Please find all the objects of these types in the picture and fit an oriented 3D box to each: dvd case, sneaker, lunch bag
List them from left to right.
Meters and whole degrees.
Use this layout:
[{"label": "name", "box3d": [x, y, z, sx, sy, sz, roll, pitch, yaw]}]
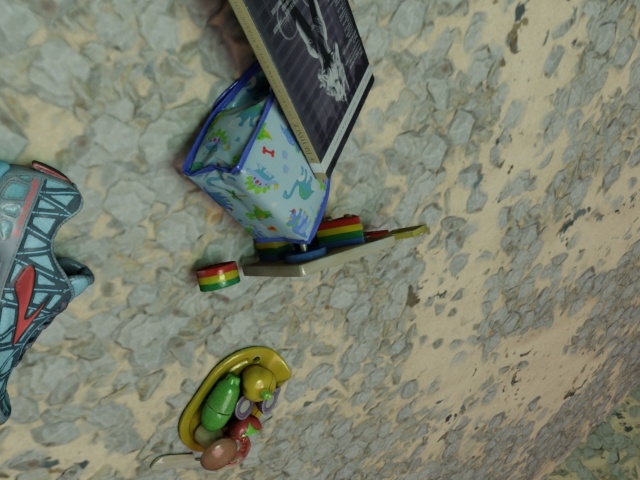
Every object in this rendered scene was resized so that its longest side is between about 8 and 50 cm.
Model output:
[{"label": "sneaker", "box3d": [-0.263, 0.058, 0.493, 0.125, 0.104, 0.262, -3, 120, -38]}, {"label": "lunch bag", "box3d": [-0.048, -0.091, 0.565, 0.129, 0.096, 0.151, 47, 56, -45]}, {"label": "dvd case", "box3d": [-0.010, -0.192, 0.519, 0.221, 0.018, 0.164, 61, 41, -42]}]

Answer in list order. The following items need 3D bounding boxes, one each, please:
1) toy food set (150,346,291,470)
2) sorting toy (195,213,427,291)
[{"label": "toy food set", "box3d": [-0.115, 0.250, 0.752, 0.128, 0.071, 0.218, 26, 100, -44]}, {"label": "sorting toy", "box3d": [0.000, 0.000, 0.645, 0.274, 0.132, 0.046, -16, 97, -34]}]
